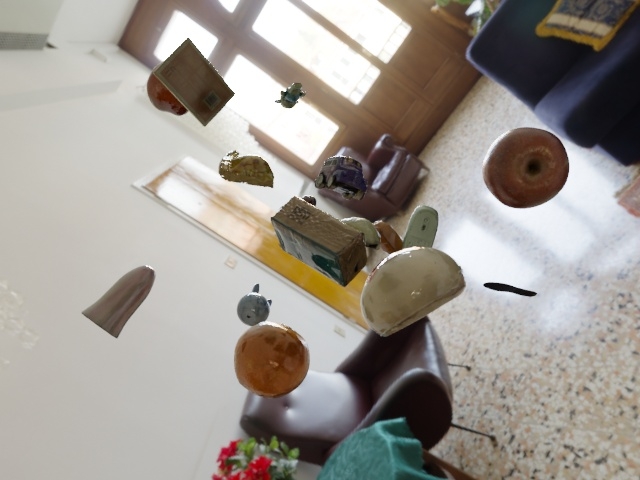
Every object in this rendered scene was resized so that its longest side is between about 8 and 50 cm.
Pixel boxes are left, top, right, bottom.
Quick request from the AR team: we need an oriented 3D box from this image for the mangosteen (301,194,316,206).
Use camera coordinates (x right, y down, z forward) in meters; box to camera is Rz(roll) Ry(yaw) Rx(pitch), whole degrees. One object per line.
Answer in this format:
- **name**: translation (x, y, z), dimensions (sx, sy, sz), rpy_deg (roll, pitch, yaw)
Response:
- **mangosteen**: translation (-0.058, -0.176, 2.229), dimensions (0.081, 0.081, 0.081), rpy_deg (-54, 10, 13)

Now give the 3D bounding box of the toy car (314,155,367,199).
- **toy car**: translation (0.095, -0.264, 1.940), dimensions (0.235, 0.172, 0.157), rpy_deg (15, 88, 62)

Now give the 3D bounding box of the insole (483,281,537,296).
- **insole**: translation (0.652, 0.168, 1.616), dimensions (0.064, 0.189, 0.004), rpy_deg (107, 176, -61)

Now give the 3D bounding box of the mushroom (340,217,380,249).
- **mushroom**: translation (0.122, -0.017, 2.120), dimensions (0.267, 0.164, 0.190), rpy_deg (-16, -14, 25)

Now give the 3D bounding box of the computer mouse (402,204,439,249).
- **computer mouse**: translation (0.538, -0.046, 2.523), dimensions (0.097, 0.160, 0.288), rpy_deg (-164, 91, -88)

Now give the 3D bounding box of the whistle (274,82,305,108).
- **whistle**: translation (-0.123, -0.612, 1.994), dimensions (0.236, 0.114, 0.077), rpy_deg (173, 96, -73)

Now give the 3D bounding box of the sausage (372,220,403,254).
- **sausage**: translation (0.364, -0.007, 2.560), dimensions (0.120, 0.241, 0.136), rpy_deg (-49, 14, -21)

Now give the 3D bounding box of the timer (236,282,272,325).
- **timer**: translation (-0.326, 0.321, 2.279), dimensions (0.175, 0.175, 0.255), rpy_deg (-56, 11, 1)

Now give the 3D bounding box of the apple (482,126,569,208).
- **apple**: translation (0.493, -0.173, 1.142), dimensions (0.201, 0.201, 0.162), rpy_deg (-56, 2, 3)

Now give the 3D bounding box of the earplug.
- **earplug**: translation (-0.791, 0.224, 1.909), dimensions (0.301, 0.172, 0.172), rpy_deg (-54, 8, -21)

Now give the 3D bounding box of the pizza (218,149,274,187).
- **pizza**: translation (-0.244, -0.260, 1.577), dimensions (0.204, 0.188, 0.080), rpy_deg (-106, 32, -56)

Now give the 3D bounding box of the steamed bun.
- **steamed bun**: translation (0.298, 0.157, 1.619), dimensions (0.374, 0.241, 0.374), rpy_deg (-32, -13, -8)

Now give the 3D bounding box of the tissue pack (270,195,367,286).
- **tissue pack**: translation (0.000, 0.000, 1.440), dimensions (0.134, 0.271, 0.192), rpy_deg (-49, -29, -20)

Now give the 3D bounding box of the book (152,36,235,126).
- **book**: translation (-0.420, -0.530, 1.590), dimensions (0.170, 0.241, 0.018), rpy_deg (-50, 39, -11)

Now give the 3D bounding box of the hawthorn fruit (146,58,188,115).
- **hawthorn fruit**: translation (-0.571, -0.621, 1.848), dimensions (0.253, 0.205, 0.205), rpy_deg (-57, 6, 47)

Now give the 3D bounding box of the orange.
- **orange**: translation (-0.194, 0.472, 1.865), dimensions (0.312, 0.312, 0.312), rpy_deg (-54, 10, 13)
